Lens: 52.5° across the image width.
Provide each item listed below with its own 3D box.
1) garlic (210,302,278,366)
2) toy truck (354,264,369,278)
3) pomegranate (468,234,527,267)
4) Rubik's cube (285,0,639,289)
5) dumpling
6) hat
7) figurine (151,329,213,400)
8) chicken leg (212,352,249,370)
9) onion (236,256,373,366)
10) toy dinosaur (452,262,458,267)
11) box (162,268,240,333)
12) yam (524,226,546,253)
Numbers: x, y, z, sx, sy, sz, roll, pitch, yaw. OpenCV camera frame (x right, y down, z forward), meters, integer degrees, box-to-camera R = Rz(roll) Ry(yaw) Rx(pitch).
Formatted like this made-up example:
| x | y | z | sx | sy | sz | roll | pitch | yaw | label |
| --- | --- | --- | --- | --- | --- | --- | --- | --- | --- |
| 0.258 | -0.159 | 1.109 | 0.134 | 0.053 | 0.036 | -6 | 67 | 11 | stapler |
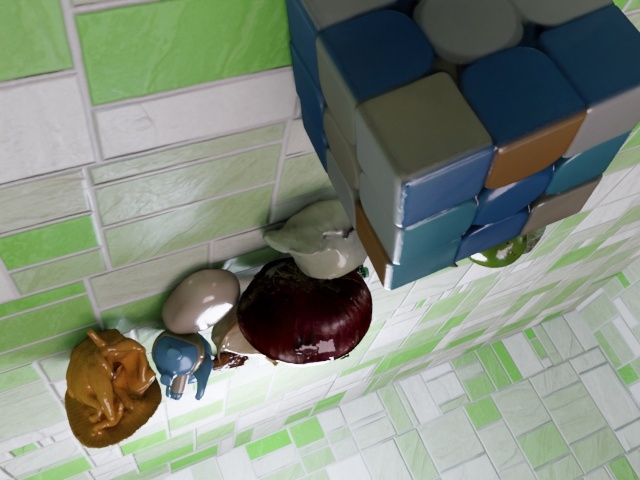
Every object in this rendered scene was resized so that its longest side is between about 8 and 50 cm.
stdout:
| x | y | z | sx | sy | sz | roll | pitch | yaw | label |
| --- | --- | --- | --- | --- | --- | --- | --- | --- | --- |
| -0.177 | 0.231 | 1.628 | 0.145 | 0.164 | 0.245 | -23 | 156 | 35 | garlic |
| 0.083 | 0.130 | 1.763 | 0.080 | 0.078 | 0.154 | -12 | 122 | -15 | toy truck |
| 0.463 | -0.029 | 1.752 | 0.182 | 0.181 | 0.224 | -29 | 136 | 6 | pomegranate |
| 0.176 | -0.188 | 0.896 | 0.347 | 0.347 | 0.344 | -24 | 155 | -7 | Rubik's cube |
| -0.001 | 0.005 | 1.373 | 0.227 | 0.175 | 0.243 | -6 | 151 | 33 | dumpling |
| -0.476 | 0.275 | 1.399 | 0.244 | 0.234 | 0.233 | -59 | 157 | -43 | hat |
| -0.330 | 0.285 | 1.526 | 0.154 | 0.180 | 0.262 | -9 | -175 | 0 | figurine |
| -0.298 | 0.366 | 1.927 | 0.093 | 0.053 | 0.205 | -24 | 157 | 34 | chicken leg |
| -0.035 | 0.165 | 1.446 | 0.314 | 0.314 | 0.232 | -15 | 120 | -25 | onion |
| 0.291 | 0.041 | 1.813 | 0.162 | 0.077 | 0.294 | -33 | 155 | 14 | toy dinosaur |
| -0.264 | 0.136 | 1.432 | 0.146 | 0.088 | 0.200 | 0 | 145 | -43 | box |
| 0.636 | -0.019 | 2.017 | 0.107 | 0.107 | 0.183 | -25 | 158 | -2 | yam |
